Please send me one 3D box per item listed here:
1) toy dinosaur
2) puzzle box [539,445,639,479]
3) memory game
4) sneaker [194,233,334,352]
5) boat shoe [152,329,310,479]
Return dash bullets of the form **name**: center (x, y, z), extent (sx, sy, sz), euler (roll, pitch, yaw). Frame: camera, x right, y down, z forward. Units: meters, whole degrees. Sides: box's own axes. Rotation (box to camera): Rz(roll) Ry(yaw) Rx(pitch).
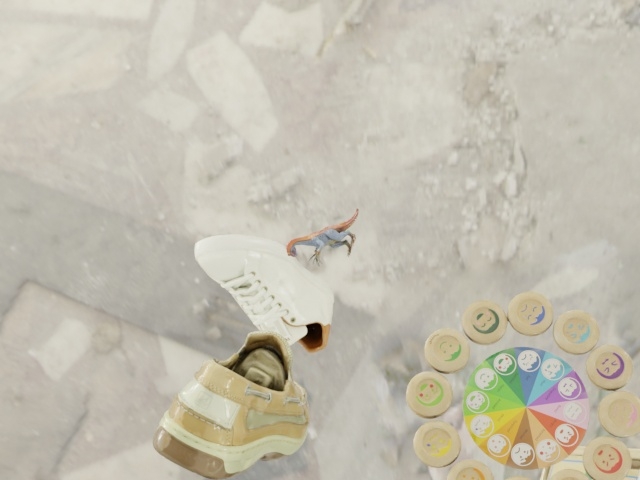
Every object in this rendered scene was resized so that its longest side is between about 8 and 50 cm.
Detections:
- **toy dinosaur**: center (0.000, 0.000, 1.468), extent (0.082, 0.047, 0.090), euler (12, 63, -6)
- **puzzle box**: center (0.245, 0.401, 1.144), extent (0.052, 0.272, 0.409), euler (20, 77, -9)
- **memory game**: center (0.158, 0.128, 0.911), extent (0.186, 0.012, 0.186), euler (-1, 67, 4)
- **sneaker**: center (-0.072, 0.085, 1.725), extent (0.106, 0.290, 0.123), euler (-21, 55, 32)
- **boat shoe**: center (-0.036, 0.089, 0.697), extent (0.068, 0.190, 0.072), euler (23, 95, 8)
